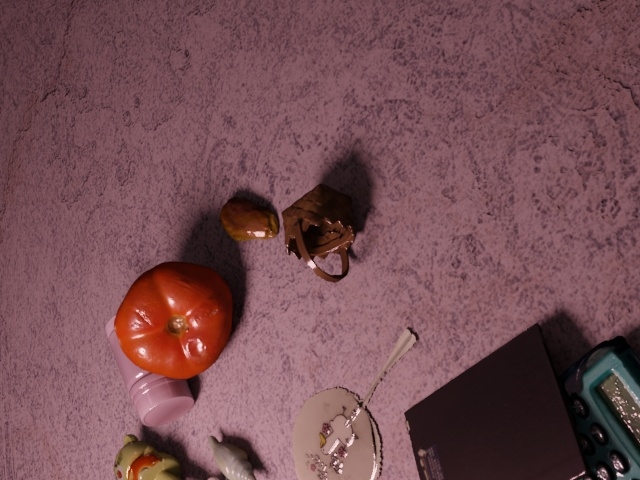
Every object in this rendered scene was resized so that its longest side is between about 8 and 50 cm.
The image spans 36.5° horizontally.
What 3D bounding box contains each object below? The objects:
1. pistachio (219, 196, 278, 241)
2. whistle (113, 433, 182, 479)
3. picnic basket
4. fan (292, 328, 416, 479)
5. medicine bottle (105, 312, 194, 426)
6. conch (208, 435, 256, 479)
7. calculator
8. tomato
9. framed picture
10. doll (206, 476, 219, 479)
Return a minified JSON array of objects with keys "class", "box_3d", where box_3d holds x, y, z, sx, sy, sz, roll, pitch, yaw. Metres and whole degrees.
[{"class":"pistachio","box_3d":[-0.163,-0.039,2.060,0.172,0.049,0.090,23,101,42]},{"class":"whistle","box_3d":[-0.372,0.521,2.137,0.288,0.106,0.131,13,103,51]},{"class":"picnic basket","box_3d":[0.000,0.000,1.851,0.137,0.128,0.179,-35,53,36]},{"class":"fan","box_3d":[0.062,0.331,1.837,0.233,0.012,0.415,44,115,36]},{"class":"medicine bottle","box_3d":[-0.384,0.277,2.171,0.133,0.133,0.250,-47,56,29]},{"class":"conch","box_3d":[-0.178,0.467,2.019,0.065,0.088,0.180,-39,40,-19]},{"class":"calculator","box_3d":[0.426,0.321,1.477,0.274,0.058,0.248,-49,55,29]},{"class":"tomato","box_3d":[-0.310,0.163,2.062,0.180,0.259,0.260,-145,67,-76]},{"class":"framed picture","box_3d":[0.274,0.326,1.590,0.338,0.014,0.255,-43,47,37]},{"class":"doll","box_3d":[-0.216,0.573,2.034,0.106,0.062,0.162,-50,54,21]}]
